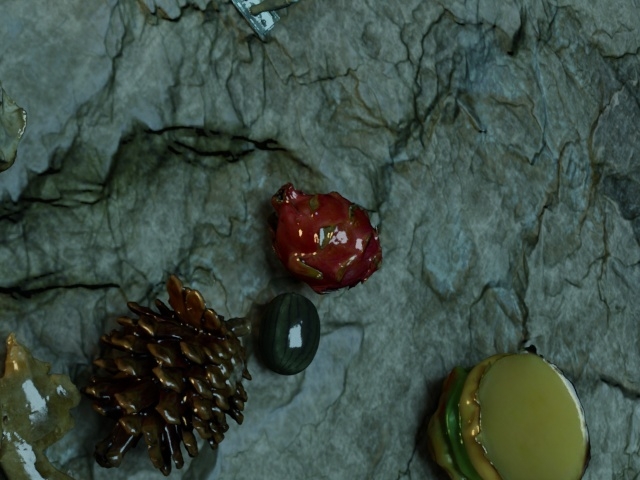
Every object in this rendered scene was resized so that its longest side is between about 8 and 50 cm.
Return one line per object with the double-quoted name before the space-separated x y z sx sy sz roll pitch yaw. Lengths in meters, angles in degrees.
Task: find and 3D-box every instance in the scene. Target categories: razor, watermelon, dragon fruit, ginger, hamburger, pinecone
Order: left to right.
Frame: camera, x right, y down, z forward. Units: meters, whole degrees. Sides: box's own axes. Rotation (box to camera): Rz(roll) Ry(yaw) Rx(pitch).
"ginger" -0.296 0.215 1.175 0.133 0.059 0.214 -47 108 -31
"pinecone" -0.170 0.158 1.216 0.185 0.169 0.212 53 52 -23
"razor" -0.062 -0.306 1.430 0.040 0.135 0.068 -47 111 -16
"watermelon" -0.039 0.115 1.392 0.078 0.078 0.110 19 68 -34
"dragon fruit" 0.000 0.000 1.415 0.166 0.136 0.133 43 54 -10
"hamburger" 0.251 0.275 1.544 0.237 0.149 0.237 15 63 -32

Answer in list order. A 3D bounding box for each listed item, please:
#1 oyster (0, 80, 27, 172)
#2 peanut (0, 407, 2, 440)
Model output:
"oyster" -0.382 -0.067 1.132 0.107 0.162 0.232 76 33 -57
"peanut" -0.417 0.247 1.005 0.174 0.158 0.339 9 65 6
